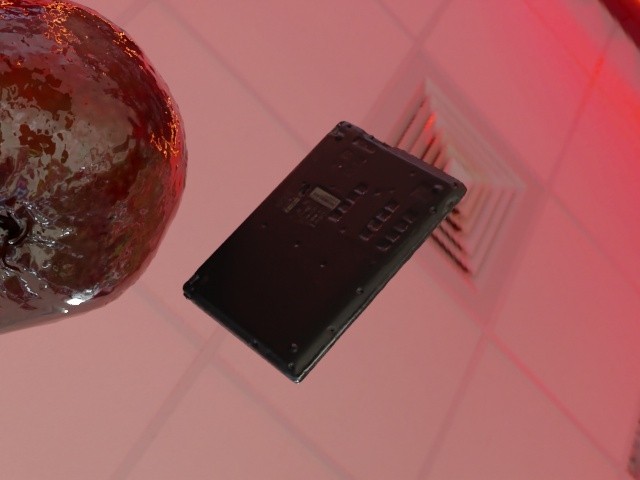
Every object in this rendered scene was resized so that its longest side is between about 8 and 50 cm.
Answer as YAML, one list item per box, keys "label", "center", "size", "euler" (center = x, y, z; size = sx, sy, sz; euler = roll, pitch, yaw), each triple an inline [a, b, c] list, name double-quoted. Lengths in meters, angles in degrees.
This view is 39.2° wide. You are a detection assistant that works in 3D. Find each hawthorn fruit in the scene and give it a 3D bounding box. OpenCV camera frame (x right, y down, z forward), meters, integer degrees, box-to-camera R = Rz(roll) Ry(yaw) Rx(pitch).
- label: "hawthorn fruit"
  center: [-0.233, -0.079, 0.735]
  size: [0.265, 0.265, 0.307]
  euler: [44, -159, -15]

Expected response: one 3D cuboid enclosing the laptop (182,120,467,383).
- label: "laptop"
  center: [0.000, 0.000, 0.626]
  size: [0.180, 0.129, 0.016]
  euler: [-48, -39, -12]
